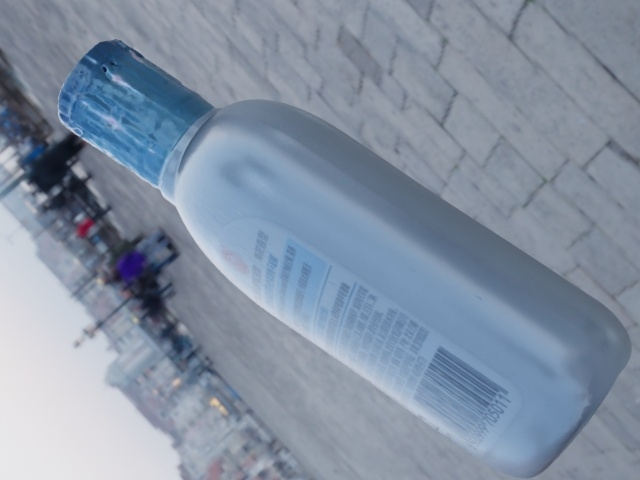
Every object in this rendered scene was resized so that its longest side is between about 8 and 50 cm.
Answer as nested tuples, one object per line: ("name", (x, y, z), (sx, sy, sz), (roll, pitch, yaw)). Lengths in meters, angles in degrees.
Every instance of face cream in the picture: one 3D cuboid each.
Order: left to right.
("face cream", (0.000, 0.000, 0.589), (0.337, 0.080, 0.163), (34, 155, 13))
